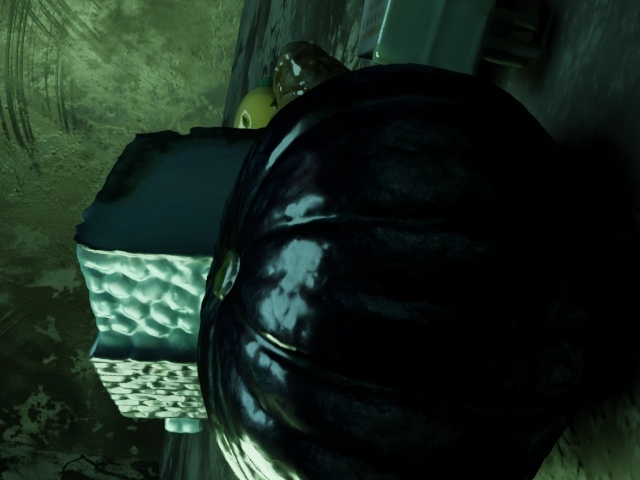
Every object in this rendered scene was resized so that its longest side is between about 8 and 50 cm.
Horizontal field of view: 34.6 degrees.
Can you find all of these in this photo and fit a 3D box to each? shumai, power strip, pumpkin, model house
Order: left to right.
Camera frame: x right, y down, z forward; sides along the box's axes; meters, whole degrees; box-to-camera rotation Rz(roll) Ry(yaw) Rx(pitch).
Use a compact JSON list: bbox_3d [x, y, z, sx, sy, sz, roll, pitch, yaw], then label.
[{"bbox_3d":[-0.066,0.081,1.200,0.297,0.360,0.339,-83,-5,-61],"label":"model house"},{"bbox_3d":[-0.015,-0.158,1.355,0.175,0.166,0.206,-53,-4,4],"label":"shumai"},{"bbox_3d":[0.051,0.042,0.789,0.363,0.266,0.363,-168,90,-78],"label":"pumpkin"},{"bbox_3d":[0.135,-0.220,0.973,0.261,0.141,0.229,-74,-1,-66],"label":"power strip"}]

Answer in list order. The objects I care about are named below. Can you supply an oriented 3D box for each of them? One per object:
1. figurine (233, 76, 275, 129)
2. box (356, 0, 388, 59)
[{"bbox_3d":[-0.135,-0.180,2.137,0.324,0.124,0.222,105,167,-46],"label":"figurine"},{"bbox_3d":[0.105,-0.341,1.255,0.149,0.067,0.233,-162,81,-77],"label":"box"}]
